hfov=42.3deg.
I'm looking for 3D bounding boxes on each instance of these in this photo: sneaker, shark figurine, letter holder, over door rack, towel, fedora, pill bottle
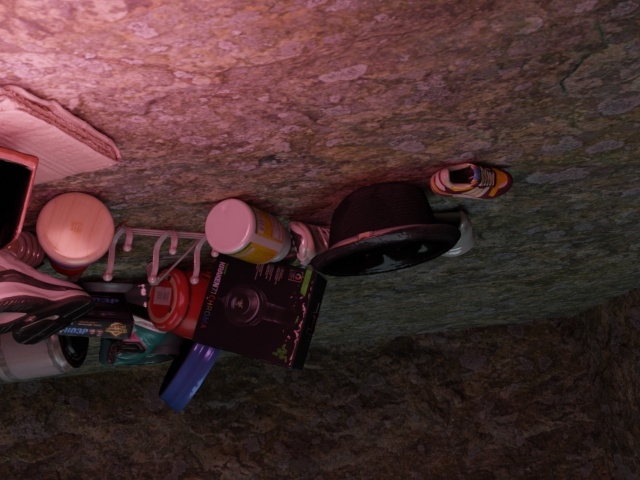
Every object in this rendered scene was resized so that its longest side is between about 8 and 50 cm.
[{"bbox_3d":[0.000,0.000,1.958,0.118,0.110,0.292,-18,172,8],"label":"sneaker"},{"bbox_3d":[-0.590,0.048,1.579,0.169,0.257,0.447,-32,170,-1],"label":"sneaker"},{"bbox_3d":[-0.118,0.107,2.249,0.166,0.116,0.278,-8,163,6],"label":"shark figurine"},{"bbox_3d":[0.326,-0.124,1.716,0.185,0.069,0.084,-5,170,-16],"label":"sneaker"},{"bbox_3d":[-0.573,0.240,2.220,0.295,0.178,0.124,26,-169,-19],"label":"sneaker"},{"bbox_3d":[-0.549,-0.019,1.197,0.152,0.214,0.302,16,167,-35],"label":"letter holder"},{"bbox_3d":[0.227,-0.013,2.049,0.305,0.114,0.152,-14,151,6],"label":"sneaker"},{"bbox_3d":[-0.413,0.059,1.920,0.239,0.108,0.324,5,160,-39],"label":"over door rack"},{"bbox_3d":[-0.451,-0.152,1.243,0.187,0.049,0.282,-10,164,15],"label":"towel"},{"bbox_3d":[0.131,-0.030,1.795,0.334,0.152,0.334,-8,165,-2],"label":"fedora"},{"bbox_3d":[-0.147,-0.012,1.781,0.117,0.117,0.208,-15,164,22],"label":"pill bottle"}]

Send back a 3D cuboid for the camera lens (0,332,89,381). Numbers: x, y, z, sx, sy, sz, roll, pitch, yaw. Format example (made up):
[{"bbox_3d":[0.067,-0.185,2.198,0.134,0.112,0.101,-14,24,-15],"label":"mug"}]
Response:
[{"bbox_3d":[-0.791,0.267,2.261,0.274,0.219,0.219,-10,165,5],"label":"camera lens"}]

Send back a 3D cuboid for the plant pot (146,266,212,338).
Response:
[{"bbox_3d":[-0.352,0.168,2.195,0.191,0.191,0.174,-22,157,41],"label":"plant pot"}]

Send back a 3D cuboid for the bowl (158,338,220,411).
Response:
[{"bbox_3d":[-0.357,0.315,2.446,0.077,0.391,0.391,31,154,-10],"label":"bowl"}]

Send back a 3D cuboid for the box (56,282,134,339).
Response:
[{"bbox_3d":[-0.549,0.157,1.884,0.220,0.051,0.175,8,-160,-26],"label":"box"}]

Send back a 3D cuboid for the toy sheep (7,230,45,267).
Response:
[{"bbox_3d":[-0.619,0.020,1.715,0.091,0.091,0.132,-14,167,21],"label":"toy sheep"}]

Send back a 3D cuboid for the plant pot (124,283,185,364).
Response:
[{"bbox_3d":[-0.506,0.255,2.417,0.293,0.196,0.293,-8,165,-2],"label":"plant pot"}]

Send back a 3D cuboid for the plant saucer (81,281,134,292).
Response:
[{"bbox_3d":[-0.488,0.109,1.900,0.119,0.021,0.119,2,175,0],"label":"plant saucer"}]

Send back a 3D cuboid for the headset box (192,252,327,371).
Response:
[{"bbox_3d":[-0.138,0.176,2.058,0.283,0.246,0.131,14,171,15],"label":"headset box"}]

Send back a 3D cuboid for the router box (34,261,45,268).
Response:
[{"bbox_3d":[-0.712,0.083,1.811,0.179,0.046,0.133,-31,-174,-39],"label":"router box"}]

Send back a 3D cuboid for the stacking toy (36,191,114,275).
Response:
[{"bbox_3d":[-0.501,0.012,1.671,0.141,0.141,0.330,-3,168,-20],"label":"stacking toy"}]
